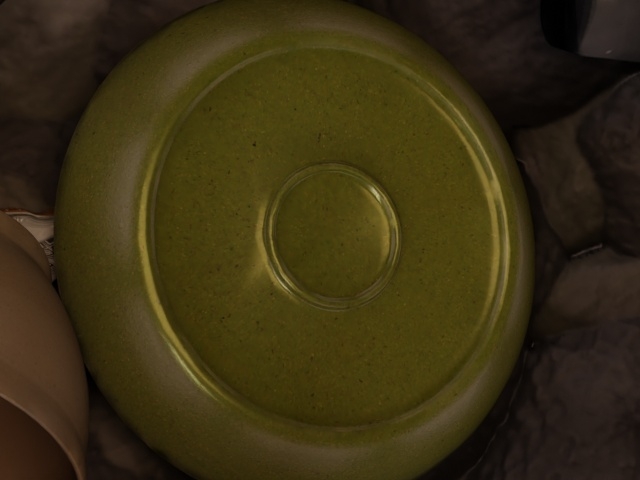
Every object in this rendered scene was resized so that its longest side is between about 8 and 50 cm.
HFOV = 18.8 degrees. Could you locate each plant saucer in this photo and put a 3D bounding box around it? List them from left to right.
[{"bbox_3d":[0.000,0.000,0.879,0.241,0.037,0.241,4,81,-22],"label":"plant saucer"}]

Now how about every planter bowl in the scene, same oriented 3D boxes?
[{"bbox_3d":[-0.168,0.047,0.795,0.162,0.162,0.109,17,50,-12],"label":"planter bowl"}]

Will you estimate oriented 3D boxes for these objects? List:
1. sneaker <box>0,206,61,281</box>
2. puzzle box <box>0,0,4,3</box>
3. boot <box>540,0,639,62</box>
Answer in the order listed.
[{"bbox_3d":[-0.119,0.004,0.872,0.083,0.032,0.037,-2,101,-15],"label":"sneaker"},{"bbox_3d":[-0.207,-0.233,0.872,0.272,0.052,0.409,46,73,-3],"label":"puzzle box"},{"bbox_3d":[0.339,-0.243,0.918,0.445,0.146,0.367,5,82,5],"label":"boot"}]
